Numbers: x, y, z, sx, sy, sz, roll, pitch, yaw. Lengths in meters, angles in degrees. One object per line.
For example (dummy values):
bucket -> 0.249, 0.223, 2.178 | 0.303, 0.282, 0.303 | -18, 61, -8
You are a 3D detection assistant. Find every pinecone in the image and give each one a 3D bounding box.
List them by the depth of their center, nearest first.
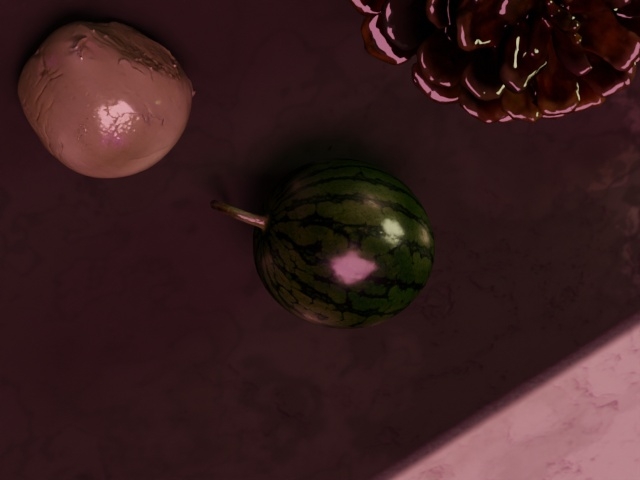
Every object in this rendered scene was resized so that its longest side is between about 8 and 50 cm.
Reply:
pinecone -> 0.132, -0.194, 1.353 | 0.246, 0.292, 0.246 | -2, 114, -5

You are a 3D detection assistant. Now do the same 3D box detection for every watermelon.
watermelon -> 0.000, 0.000, 1.569 | 0.187, 0.140, 0.140 | 12, 125, -23

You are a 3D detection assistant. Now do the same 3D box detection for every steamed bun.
steamed bun -> -0.160, -0.099, 1.459 | 0.130, 0.091, 0.112 | 25, 120, -35
